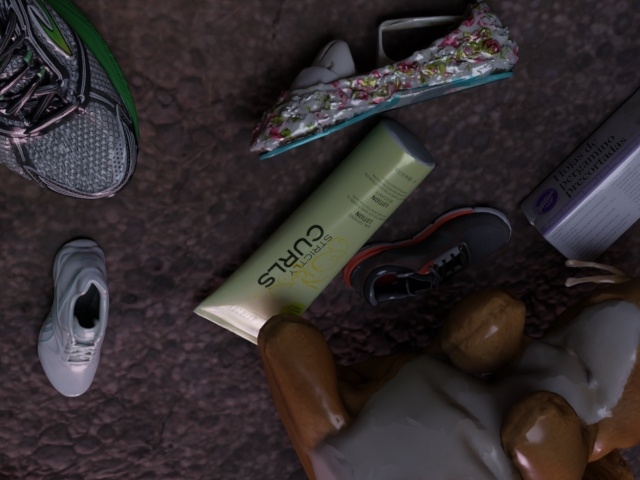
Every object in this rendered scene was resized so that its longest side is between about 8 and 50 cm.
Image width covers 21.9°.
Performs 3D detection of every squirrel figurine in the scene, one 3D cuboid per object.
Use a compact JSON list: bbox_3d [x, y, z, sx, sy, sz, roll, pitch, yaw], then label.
[{"bbox_3d":[0.186,0.184,1.502,0.370,0.281,0.397,-28,143,-14],"label":"squirrel figurine"}]

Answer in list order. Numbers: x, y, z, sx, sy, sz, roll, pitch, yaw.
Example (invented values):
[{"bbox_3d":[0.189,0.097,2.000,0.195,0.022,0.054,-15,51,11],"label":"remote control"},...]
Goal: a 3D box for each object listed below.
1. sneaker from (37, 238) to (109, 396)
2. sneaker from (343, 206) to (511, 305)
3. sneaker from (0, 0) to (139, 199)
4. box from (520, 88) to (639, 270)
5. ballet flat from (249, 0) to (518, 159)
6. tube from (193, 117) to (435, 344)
[{"bbox_3d":[-0.208,0.077,1.409,0.053,0.061,0.152,-3,124,-20],"label":"sneaker"},{"bbox_3d":[0.103,0.024,1.478,0.158,0.065,0.061,-22,125,-4],"label":"sneaker"},{"bbox_3d":[-0.251,-0.141,1.202,0.134,0.146,0.343,-37,126,6],"label":"sneaker"},{"bbox_3d":[0.319,-0.113,1.467,0.324,0.063,0.067,-46,123,12],"label":"box"},{"bbox_3d":[0.046,-0.137,1.360,0.241,0.091,0.077,-20,95,-11],"label":"ballet flat"},{"bbox_3d":[0.000,0.000,1.435,0.070,0.062,0.240,46,108,6],"label":"tube"}]
